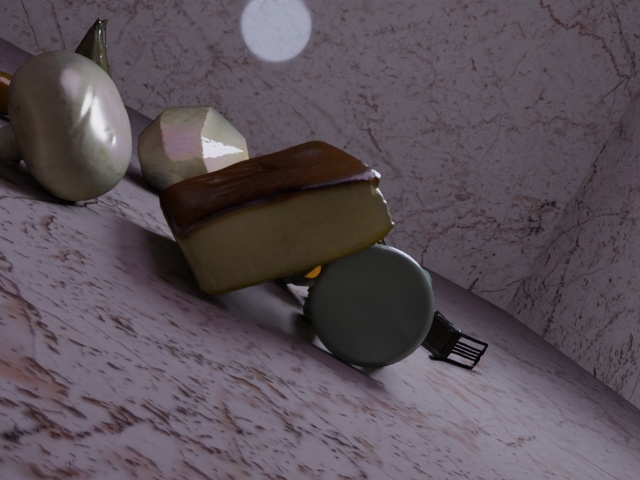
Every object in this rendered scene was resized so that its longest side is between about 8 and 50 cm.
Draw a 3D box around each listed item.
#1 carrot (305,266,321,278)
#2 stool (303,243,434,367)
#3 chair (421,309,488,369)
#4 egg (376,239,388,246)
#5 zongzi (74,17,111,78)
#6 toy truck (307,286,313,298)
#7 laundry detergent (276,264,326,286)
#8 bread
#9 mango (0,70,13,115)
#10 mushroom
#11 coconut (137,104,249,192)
[{"bbox_3d":[-0.019,0.060,1.920,0.057,0.057,0.224,30,1,0],"label":"carrot"},{"bbox_3d":[0.078,0.101,1.359,0.195,0.195,0.199,29,0,-2],"label":"stool"},{"bbox_3d":[0.282,0.221,1.821,0.101,0.084,0.212,39,10,36],"label":"chair"},{"bbox_3d":[0.088,0.032,2.075,0.231,0.169,0.169,41,4,-11],"label":"egg"},{"bbox_3d":[-0.473,-0.316,1.725,0.123,0.289,0.260,17,7,-2],"label":"zongzi"},{"bbox_3d":[0.028,0.115,1.624,0.123,0.052,0.063,25,12,-31],"label":"toy truck"},{"bbox_3d":[0.000,0.000,1.564,0.091,0.181,0.253,14,-12,-42],"label":"laundry detergent"},{"bbox_3d":[-0.085,-0.050,1.325,0.324,0.143,0.333,-18,18,-12],"label":"bread"},{"bbox_3d":[-0.692,-0.318,1.683,0.184,0.084,0.102,22,7,-16],"label":"mango"},{"bbox_3d":[-0.414,-0.174,1.299,0.246,0.202,0.246,-18,90,-88],"label":"mushroom"},{"bbox_3d":[-0.286,-0.192,1.895,0.259,0.259,0.259,29,6,-3],"label":"coconut"}]
